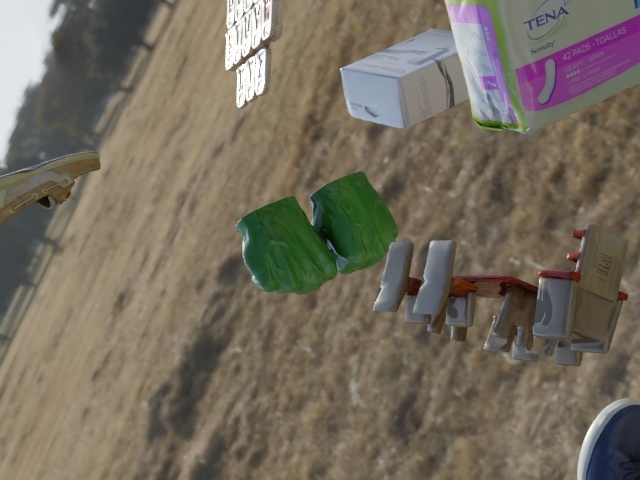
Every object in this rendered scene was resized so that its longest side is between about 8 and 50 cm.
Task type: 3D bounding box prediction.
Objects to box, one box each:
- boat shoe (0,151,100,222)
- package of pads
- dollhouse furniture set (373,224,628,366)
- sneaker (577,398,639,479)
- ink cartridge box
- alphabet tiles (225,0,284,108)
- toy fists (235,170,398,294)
[{"bbox_3d":[-0.270,-0.051,1.047,0.135,0.045,0.050,-25,7,-38],"label":"boat shoe"},{"bbox_3d":[0.223,-0.272,1.046,0.229,0.296,0.101,-25,22,-22],"label":"package of pads"},{"bbox_3d":[0.243,0.059,1.317,0.259,0.262,0.135,-2,71,54],"label":"dollhouse furniture set"},{"bbox_3d":[0.435,0.396,1.456,0.148,0.131,0.350,-167,77,-64],"label":"sneaker"},{"bbox_3d":[0.166,-0.273,1.793,0.218,0.092,0.159,-29,29,-28],"label":"ink cartridge box"},{"bbox_3d":[-0.104,-0.350,1.639,0.284,0.021,0.277,173,100,-72],"label":"alphabet tiles"},{"bbox_3d":[0.000,0.000,1.644,0.279,0.142,0.096,-21,-14,-38],"label":"toy fists"}]
